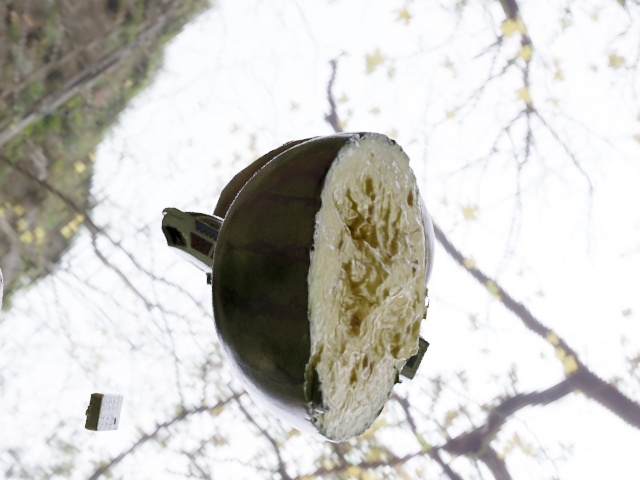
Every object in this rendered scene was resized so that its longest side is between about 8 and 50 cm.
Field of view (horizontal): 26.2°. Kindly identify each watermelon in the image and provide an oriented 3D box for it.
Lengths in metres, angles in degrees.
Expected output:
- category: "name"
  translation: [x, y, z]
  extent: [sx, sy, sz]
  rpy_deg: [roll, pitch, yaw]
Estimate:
- category: "watermelon"
  translation: [-0.003, 0.014, 0.467]
  extent: [0.062, 0.105, 0.106]
  rpy_deg: [4, -125, 27]

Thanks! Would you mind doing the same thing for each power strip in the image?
- category: "power strip"
  translation: [-0.229, 0.182, 1.461]
  extent: [0.016, 0.090, 0.040]
  rpy_deg: [9, -96, 9]

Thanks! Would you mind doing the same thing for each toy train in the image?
- category: "toy train"
  translation: [-0.023, 0.037, 0.954]
  extent: [0.047, 0.207, 0.043]
  rpy_deg: [-63, -168, -12]

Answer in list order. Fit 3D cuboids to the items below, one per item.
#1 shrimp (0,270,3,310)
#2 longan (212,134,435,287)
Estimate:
- category: "shrimp"
  translation: [-0.259, 0.077, 0.906]
  extent: [0.049, 0.166, 0.161]
  rpy_deg: [19, -124, 8]
- category: "longan"
  translation: [-0.001, 0.004, 1.718]
  extent: [0.297, 0.297, 0.297]
  rpy_deg: [-16, -134, 17]
